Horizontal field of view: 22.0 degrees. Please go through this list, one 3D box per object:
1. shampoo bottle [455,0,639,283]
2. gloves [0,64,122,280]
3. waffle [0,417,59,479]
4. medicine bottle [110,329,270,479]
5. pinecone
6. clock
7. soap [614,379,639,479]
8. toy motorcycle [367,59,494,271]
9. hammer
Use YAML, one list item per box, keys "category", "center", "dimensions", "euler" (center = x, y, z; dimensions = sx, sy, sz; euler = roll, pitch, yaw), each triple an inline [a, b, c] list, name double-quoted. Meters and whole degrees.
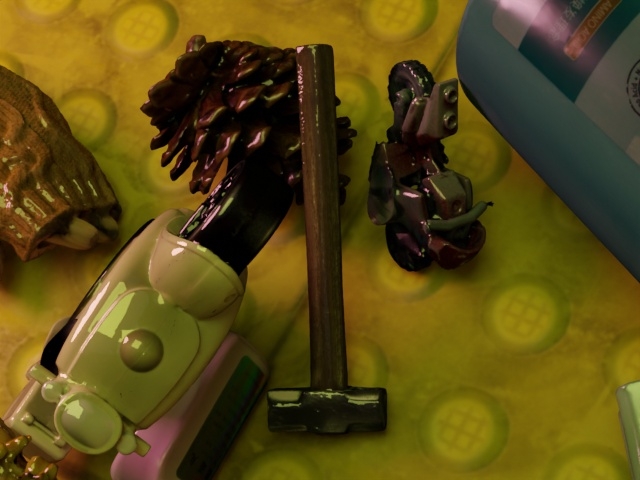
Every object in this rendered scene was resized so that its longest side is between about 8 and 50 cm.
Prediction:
- category: "shampoo bottle"
  center: [0.343, -0.138, 1.455]
  dimensions: [0.331, 0.331, 0.342]
  euler: [-37, 60, -6]
- category: "gloves"
  center: [-0.360, -0.083, 1.696]
  dimensions: [0.356, 0.155, 0.203]
  euler: [33, 80, 21]
- category: "waffle"
  center: [-0.278, 0.258, 1.480]
  dimensions: [0.229, 0.231, 0.051]
  euler: [20, 41, 21]
- category: "medicine bottle"
  center: [-0.131, 0.188, 1.530]
  dimensions: [0.078, 0.115, 0.219]
  euler: [24, 72, 21]
- category: "pinecone"
  center: [-0.061, -0.110, 1.625]
  dimensions: [0.212, 0.168, 0.185]
  euler: [30, 33, 19]
- category: "clock"
  center: [-0.164, 0.078, 1.466]
  dimensions: [0.120, 0.379, 0.276]
  euler: [36, 68, -9]
- category: "soap"
  center: [0.358, 0.243, 1.402]
  dimensions: [0.160, 0.087, 0.265]
  euler: [-12, 63, 7]
- category: "toy motorcycle"
  center: [0.102, -0.060, 1.547]
  dimensions: [0.082, 0.213, 0.122]
  euler: [-22, 31, -37]
- category: "hammer"
  center: [0.000, 0.000, 1.541]
  dimensions: [0.111, 0.043, 0.365]
  euler: [-2, 92, 8]
